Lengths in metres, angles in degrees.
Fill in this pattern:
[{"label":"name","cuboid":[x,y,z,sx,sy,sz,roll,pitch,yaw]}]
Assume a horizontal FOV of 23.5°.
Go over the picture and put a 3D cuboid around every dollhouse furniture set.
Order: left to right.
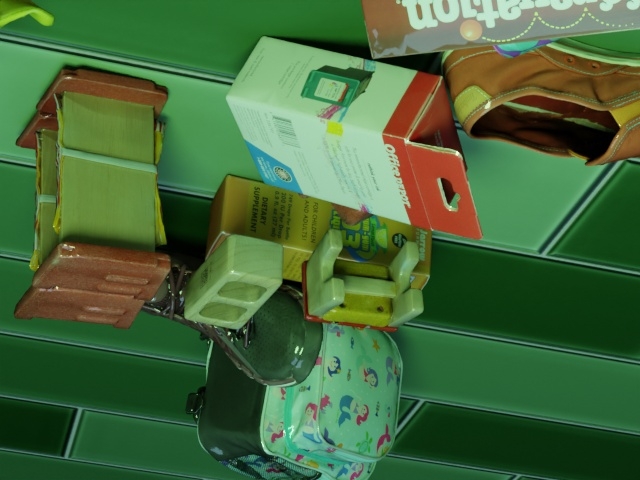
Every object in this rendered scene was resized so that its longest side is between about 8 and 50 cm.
[{"label":"dollhouse furniture set","cuboid":[-0.101,-0.017,1.503,0.374,0.201,0.152,9,151,-22]}]

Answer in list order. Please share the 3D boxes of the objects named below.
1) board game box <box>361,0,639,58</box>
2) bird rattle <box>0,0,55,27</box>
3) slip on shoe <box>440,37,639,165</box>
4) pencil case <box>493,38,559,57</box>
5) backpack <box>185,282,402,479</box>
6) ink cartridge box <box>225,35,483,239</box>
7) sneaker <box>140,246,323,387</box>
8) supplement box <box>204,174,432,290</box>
[{"label":"board game box","cuboid":[0.163,-0.223,1.173,0.281,0.027,0.145,-5,118,17]},{"label":"bird rattle","cuboid":[-0.305,-0.201,1.137,0.207,0.143,0.253,9,151,5]},{"label":"slip on shoe","cuboid":[0.265,-0.109,1.371,0.331,0.101,0.123,11,149,-15]},{"label":"pencil case","cuboid":[0.203,-0.201,1.245,0.152,0.064,0.070,-20,162,36]},{"label":"backpack","cuboid":[-0.011,0.182,1.819,0.191,0.225,0.253,-5,154,27]},{"label":"ink cartridge box","cuboid":[0.045,-0.090,1.364,0.231,0.078,0.134,16,152,26]},{"label":"sneaker","cuboid":[-0.128,0.074,1.624,0.162,0.106,0.281,14,-174,-35]},{"label":"supplement box","cuboid":[0.000,0.000,1.632,0.233,0.078,0.080,12,149,-15]}]
